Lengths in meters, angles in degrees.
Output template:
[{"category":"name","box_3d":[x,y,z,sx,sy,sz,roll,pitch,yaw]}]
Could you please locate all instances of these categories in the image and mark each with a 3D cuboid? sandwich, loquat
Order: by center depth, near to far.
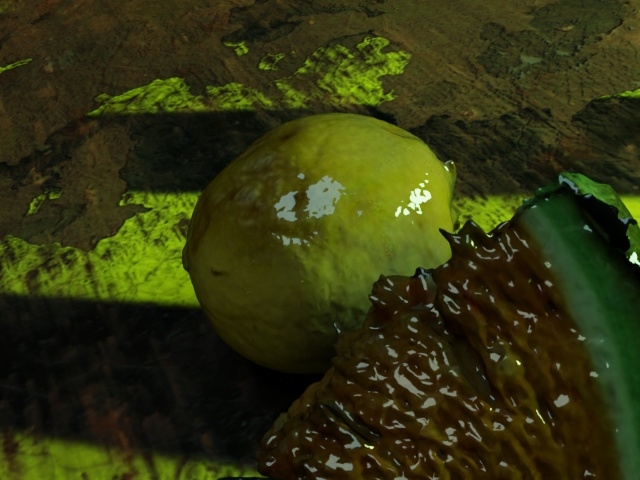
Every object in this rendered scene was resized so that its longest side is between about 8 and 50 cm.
[{"category":"sandwich","box_3d":[0.100,0.120,0.676,0.301,0.250,0.162,-23,-9,10]},{"category":"loquat","box_3d":[0.000,0.000,0.838,0.238,0.193,0.238,-13,28,7]}]

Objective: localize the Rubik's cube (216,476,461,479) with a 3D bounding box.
[{"category":"Rubik's cube","box_3d":[0.023,0.240,0.515,0.183,0.180,0.167,-2,38,20]}]
